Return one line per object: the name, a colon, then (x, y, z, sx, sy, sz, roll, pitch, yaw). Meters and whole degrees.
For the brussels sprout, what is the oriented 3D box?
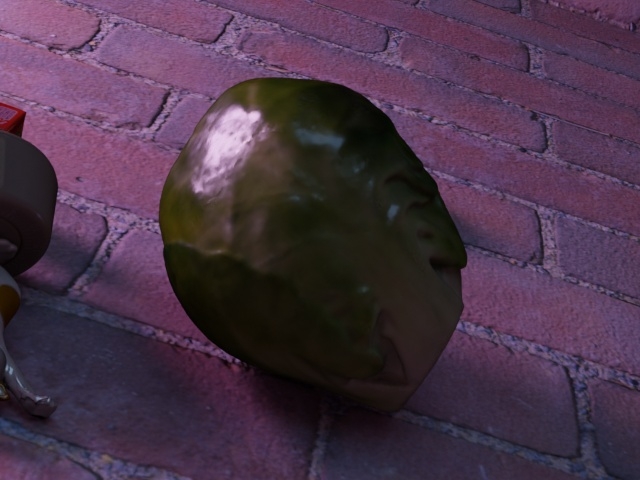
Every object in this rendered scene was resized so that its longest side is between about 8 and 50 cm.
brussels sprout: (-0.004, 0.003, 1.136, 0.355, 0.281, 0.289, 45, 3, 9)

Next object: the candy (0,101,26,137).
candy: (-0.359, -0.086, 1.234, 0.038, 0.122, 0.062, 17, 28, 0)

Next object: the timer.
timer: (-0.325, 0.045, 1.042, 0.175, 0.175, 0.266, 4, 50, -24)
